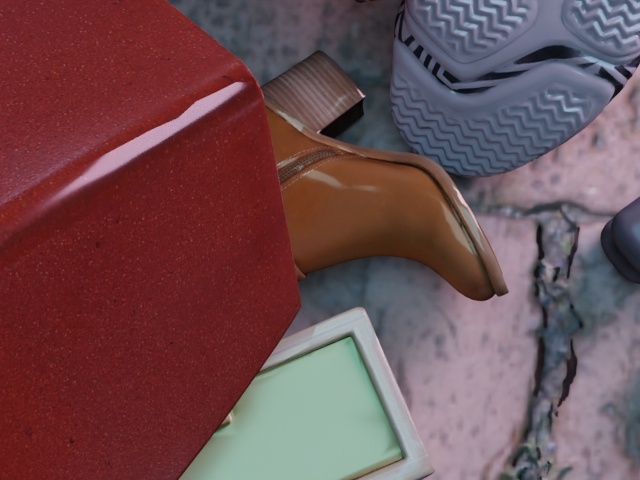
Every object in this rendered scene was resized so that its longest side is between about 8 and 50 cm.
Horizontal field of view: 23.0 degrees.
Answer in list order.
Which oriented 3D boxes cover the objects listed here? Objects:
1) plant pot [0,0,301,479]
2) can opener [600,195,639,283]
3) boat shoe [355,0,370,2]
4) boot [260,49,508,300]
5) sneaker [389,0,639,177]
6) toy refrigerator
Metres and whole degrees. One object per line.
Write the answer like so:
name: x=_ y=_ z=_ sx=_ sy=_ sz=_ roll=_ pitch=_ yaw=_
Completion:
plant pot: x=-0.160 y=-0.004 z=0.783 sx=0.236 sy=0.267 sz=0.267 roll=-34 pitch=53 yaw=-20
can opener: x=0.295 y=-0.057 z=0.921 sx=0.280 sy=0.074 sz=0.093 roll=-31 pitch=81 yaw=-4
boat shoe: x=-0.074 y=-0.227 z=0.914 sx=0.123 sy=0.123 sz=0.342 roll=-44 pitch=61 yaw=5
boot: x=0.000 y=0.000 z=0.920 sx=0.152 sy=0.073 sz=0.197 roll=-41 pitch=69 yaw=-7
sneaker: x=0.171 y=-0.211 z=0.927 sx=0.137 sy=0.210 sz=0.365 roll=30 pitch=116 yaw=7
toy refrigerator: x=-0.080 y=0.138 z=0.882 sx=0.270 sy=0.094 sz=0.102 roll=-22 pitch=80 yaw=-3
